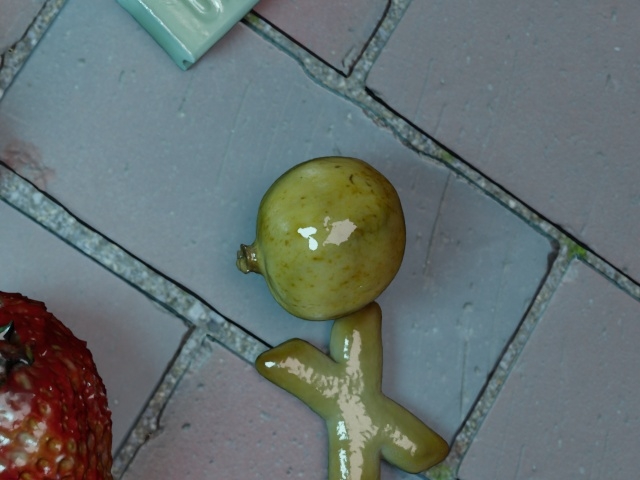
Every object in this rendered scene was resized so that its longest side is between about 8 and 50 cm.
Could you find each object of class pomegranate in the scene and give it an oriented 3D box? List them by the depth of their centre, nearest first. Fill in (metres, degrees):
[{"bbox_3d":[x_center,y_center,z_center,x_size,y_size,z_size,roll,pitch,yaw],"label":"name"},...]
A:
[{"bbox_3d":[0.000,0.000,2.019,0.196,0.196,0.196,3,81,-18],"label":"pomegranate"}]

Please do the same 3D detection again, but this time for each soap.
[{"bbox_3d":[-0.122,-0.302,2.080,0.119,0.066,0.198,47,71,-9],"label":"soap"}]

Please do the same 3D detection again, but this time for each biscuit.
[{"bbox_3d":[0.040,0.188,2.071,0.164,0.047,0.208,-27,91,-21],"label":"biscuit"}]

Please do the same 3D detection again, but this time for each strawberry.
[{"bbox_3d":[-0.319,0.210,1.865,0.288,0.250,0.238,54,34,-27],"label":"strawberry"}]
